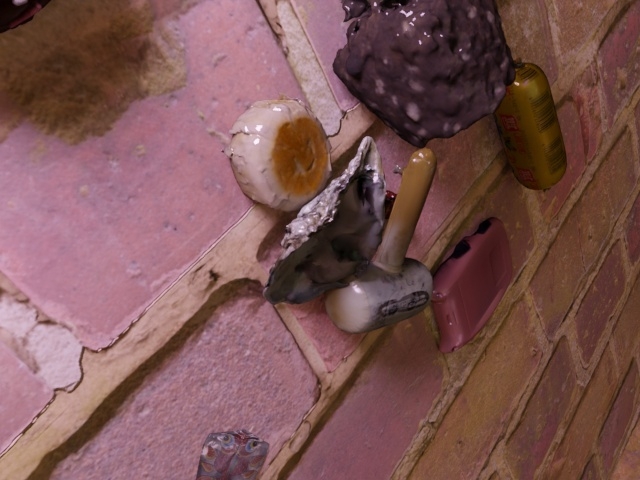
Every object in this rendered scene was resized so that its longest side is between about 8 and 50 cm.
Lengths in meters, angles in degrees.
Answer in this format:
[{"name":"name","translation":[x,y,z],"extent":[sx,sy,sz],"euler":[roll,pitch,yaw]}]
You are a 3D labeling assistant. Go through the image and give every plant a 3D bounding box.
[{"name":"plant","translation":[0.127,-0.311,0.738],"extent":[0.312,0.215,0.213],"euler":[48,60,-26]}]

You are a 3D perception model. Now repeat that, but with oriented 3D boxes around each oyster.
[{"name":"oyster","translation":[0.001,0.002,0.692],"extent":[0.199,0.087,0.252],"euler":[-16,137,-1]}]

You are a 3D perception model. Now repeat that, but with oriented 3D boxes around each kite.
[{"name":"kite","translation":[-0.156,0.383,0.728],"extent":[0.127,0.016,0.229],"euler":[36,69,-37]}]

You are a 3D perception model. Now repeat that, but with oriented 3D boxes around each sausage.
[{"name":"sausage","translation":[0.461,-0.243,1.124],"extent":[0.123,0.123,0.347],"euler":[-50,127,-25]}]

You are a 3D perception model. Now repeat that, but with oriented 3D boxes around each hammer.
[{"name":"hammer","translation":[0.120,0.000,0.812],"extent":[0.202,0.113,0.305],"euler":[-10,121,-44]}]

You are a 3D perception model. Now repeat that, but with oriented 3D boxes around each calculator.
[{"name":"calculator","translation":[0.347,0.087,1.126],"extent":[0.330,0.048,0.220],"euler":[-41,121,-34]}]

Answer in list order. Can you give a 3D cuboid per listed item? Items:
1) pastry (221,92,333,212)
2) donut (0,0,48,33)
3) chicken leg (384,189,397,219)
[{"name":"pastry","translation":[-0.051,-0.116,0.692],"extent":[0.166,0.088,0.165],"euler":[-14,110,-44]},{"name":"donut","translation":[-0.310,-0.294,0.393],"extent":[0.270,0.103,0.269],"euler":[-15,110,-49]},{"name":"chicken leg","translation":[0.099,-0.048,0.871],"extent":[0.205,0.053,0.093],"euler":[-3,122,-36]}]
